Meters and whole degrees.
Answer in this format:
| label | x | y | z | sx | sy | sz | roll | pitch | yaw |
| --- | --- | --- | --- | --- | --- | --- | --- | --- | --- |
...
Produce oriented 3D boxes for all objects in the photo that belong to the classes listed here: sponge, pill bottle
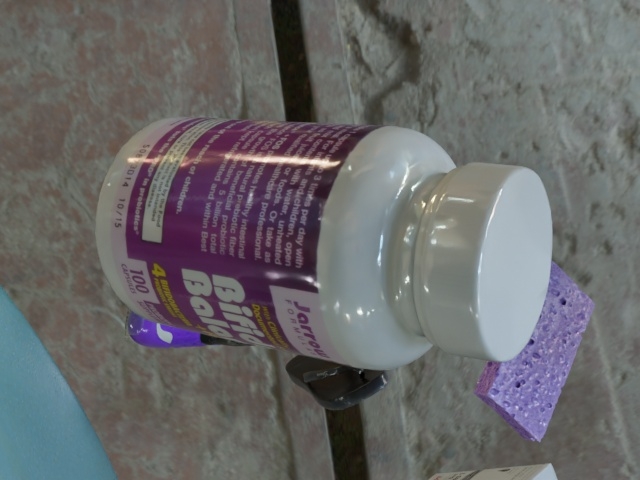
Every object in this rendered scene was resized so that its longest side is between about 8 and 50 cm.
| label | x | y | z | sx | sy | sz | roll | pitch | yaw |
| --- | --- | --- | --- | --- | --- | --- | --- | --- | --- |
| sponge | 0.276 | 0.136 | 1.177 | 0.117 | 0.031 | 0.210 | 40 | 65 | -27 |
| pill bottle | 0.000 | 0.000 | 0.657 | 0.302 | 0.169 | 0.169 | 7 | 70 | 34 |

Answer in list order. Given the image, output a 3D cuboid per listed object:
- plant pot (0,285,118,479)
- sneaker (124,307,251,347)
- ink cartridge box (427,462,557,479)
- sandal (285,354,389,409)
| label | x | y | z | sx | sy | sz | roll | pitch | yaw |
| --- | --- | --- | --- | --- | --- | --- | --- | --- | --- |
| plant pot | -0.154 | 0.131 | 0.306 | 0.166 | 0.165 | 0.234 | -9 | 109 | 0 |
| sneaker | -0.091 | 0.075 | 1.057 | 0.146 | 0.293 | 0.102 | 19 | 102 | 26 |
| ink cartridge box | 0.226 | 0.408 | 1.355 | 0.160 | 0.219 | 0.092 | -20 | 91 | -49 |
| sandal | 0.011 | 0.199 | 1.399 | 0.097 | 0.254 | 0.054 | -32 | 107 | -25 |
